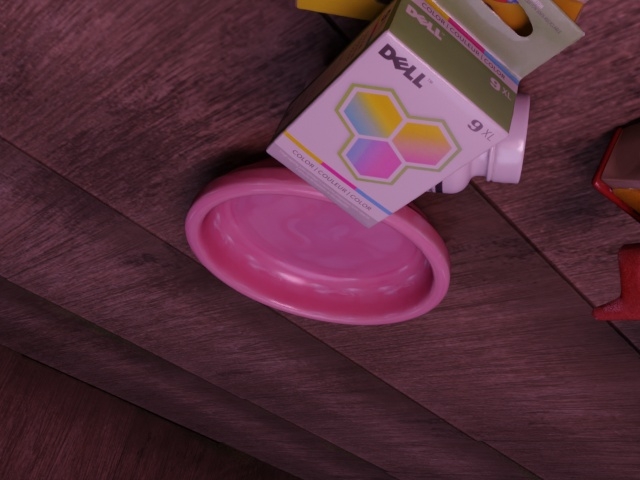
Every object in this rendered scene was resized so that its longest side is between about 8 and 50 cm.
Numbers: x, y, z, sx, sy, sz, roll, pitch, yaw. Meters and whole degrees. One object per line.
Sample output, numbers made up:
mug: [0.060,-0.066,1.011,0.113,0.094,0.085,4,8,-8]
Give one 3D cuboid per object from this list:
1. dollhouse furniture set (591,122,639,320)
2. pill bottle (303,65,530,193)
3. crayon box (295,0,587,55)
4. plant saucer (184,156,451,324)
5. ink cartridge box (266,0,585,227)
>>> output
dollhouse furniture set: [0.380,0.070,0.649,0.374,0.201,0.152,32,166,-17]
pill bottle: [0.085,-0.100,0.596,0.194,0.108,0.108,6,149,13]
crayon box: [0.089,-0.258,0.354,0.202,0.081,0.318,13,149,3]
plant saucer: [0.000,0.000,0.828,0.332,0.084,0.332,11,151,6]
ink cartridge box: [0.064,-0.100,0.463,0.109,0.062,0.209,36,140,-18]
